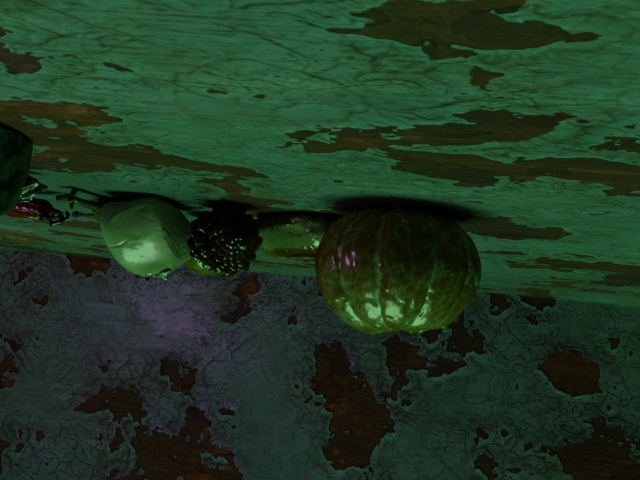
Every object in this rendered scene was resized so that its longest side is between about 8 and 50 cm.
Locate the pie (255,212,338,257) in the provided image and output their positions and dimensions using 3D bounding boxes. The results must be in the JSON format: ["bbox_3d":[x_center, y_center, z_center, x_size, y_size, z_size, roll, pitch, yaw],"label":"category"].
[{"bbox_3d":[0.000,0.000,2.001,0.315,0.093,0.315,4,173,0],"label":"pie"}]

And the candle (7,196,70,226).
[{"bbox_3d":[-0.697,-0.077,1.995,0.301,0.059,0.084,11,173,21],"label":"candle"}]

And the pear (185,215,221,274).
[{"bbox_3d":[-0.257,0.011,2.083,0.148,0.149,0.162,-1,-176,45],"label":"pear"}]

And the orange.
[{"bbox_3d":[0.149,0.061,1.708,0.329,0.249,0.329,-2,176,0],"label":"orange"}]

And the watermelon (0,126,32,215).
[{"bbox_3d":[-0.570,-0.120,1.355,0.231,0.193,0.310,-13,-172,-5],"label":"watermelon"}]

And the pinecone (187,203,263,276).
[{"bbox_3d":[-0.213,-0.001,1.881,0.173,0.174,0.173,6,173,1],"label":"pinecone"}]

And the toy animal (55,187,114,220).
[{"bbox_3d":[-0.505,-0.070,1.974,0.149,0.054,0.275,11,175,-4],"label":"toy animal"}]

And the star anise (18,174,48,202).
[{"bbox_3d":[-0.636,-0.113,1.673,0.195,0.065,0.182,7,173,30],"label":"star anise"}]

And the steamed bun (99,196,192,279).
[{"bbox_3d":[-0.382,0.003,1.927,0.169,0.153,0.239,-11,162,12],"label":"steamed bun"}]
